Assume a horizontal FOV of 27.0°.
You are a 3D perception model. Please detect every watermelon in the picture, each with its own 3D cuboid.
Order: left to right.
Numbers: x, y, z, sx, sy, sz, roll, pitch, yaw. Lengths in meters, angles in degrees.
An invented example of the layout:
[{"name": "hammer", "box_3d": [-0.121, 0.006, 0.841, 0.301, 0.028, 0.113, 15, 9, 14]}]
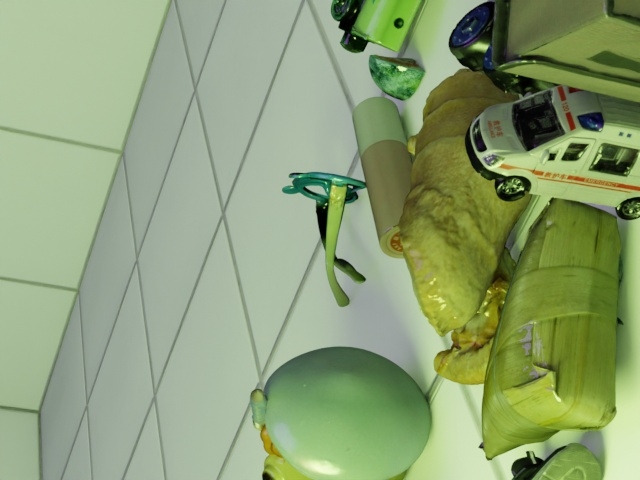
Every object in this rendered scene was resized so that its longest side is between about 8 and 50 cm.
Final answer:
[{"name": "watermelon", "box_3d": [0.109, -0.243, 1.888, 0.061, 0.085, 0.085, -51, 3, -34]}]

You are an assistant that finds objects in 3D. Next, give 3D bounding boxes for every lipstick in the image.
[{"name": "lipstick", "box_3d": [0.094, -0.090, 1.822, 0.254, 0.070, 0.070, -100, 29, -43]}]

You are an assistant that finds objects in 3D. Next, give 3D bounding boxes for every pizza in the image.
[{"name": "pizza", "box_3d": [0.189, 0.084, 1.503, 0.182, 0.062, 0.161, 171, 113, -70]}]

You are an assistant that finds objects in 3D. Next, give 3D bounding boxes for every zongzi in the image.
[{"name": "zongzi", "box_3d": [0.225, 0.099, 1.363, 0.256, 0.114, 0.228, 117, 164, -66]}]

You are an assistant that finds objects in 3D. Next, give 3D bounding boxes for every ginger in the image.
[{"name": "ginger", "box_3d": [0.161, -0.051, 1.493, 0.189, 0.126, 0.354, 0, 57, 31]}]

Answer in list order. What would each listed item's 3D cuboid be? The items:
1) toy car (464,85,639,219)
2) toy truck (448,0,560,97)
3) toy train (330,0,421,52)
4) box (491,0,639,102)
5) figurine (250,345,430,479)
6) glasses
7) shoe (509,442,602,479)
[{"name": "toy car", "box_3d": [0.243, -0.092, 1.229, 0.108, 0.209, 0.089, 114, 158, -46]}, {"name": "toy truck", "box_3d": [0.256, -0.211, 1.377, 0.177, 0.161, 0.213, -55, 25, 9]}, {"name": "toy train", "box_3d": [0.108, -0.375, 1.865, 0.253, 0.105, 0.157, -65, 30, 7]}, {"name": "box", "box_3d": [0.291, -0.223, 1.117, 0.153, 0.252, 0.188, -19, 64, 61]}, {"name": "figurine", "box_3d": [0.042, 0.328, 1.674, 0.205, 0.224, 0.382, 10, 111, 53]}, {"name": "glasses", "box_3d": [0.034, -0.015, 1.932, 0.239, 0.102, 0.207, 157, 89, -83]}, {"name": "shoe", "box_3d": [0.218, 0.252, 1.337, 0.099, 0.071, 0.169, -100, 27, -56]}]
